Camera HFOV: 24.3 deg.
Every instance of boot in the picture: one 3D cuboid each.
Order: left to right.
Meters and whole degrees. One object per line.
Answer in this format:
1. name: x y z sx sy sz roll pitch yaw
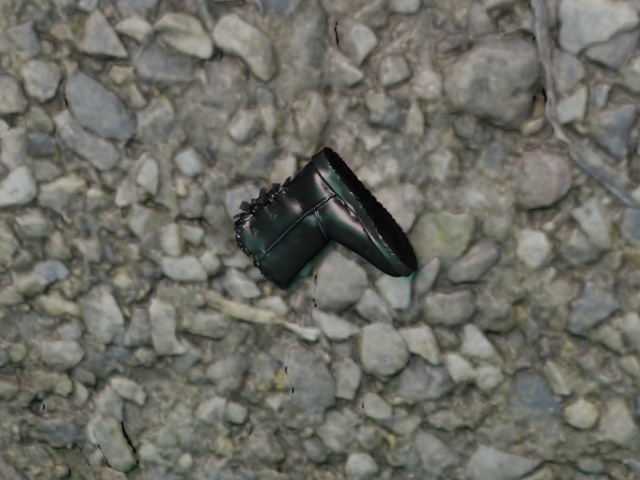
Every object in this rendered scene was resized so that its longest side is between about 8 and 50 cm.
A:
1. boot: 0.000 0.000 1.099 0.099 0.045 0.121 -39 91 22
